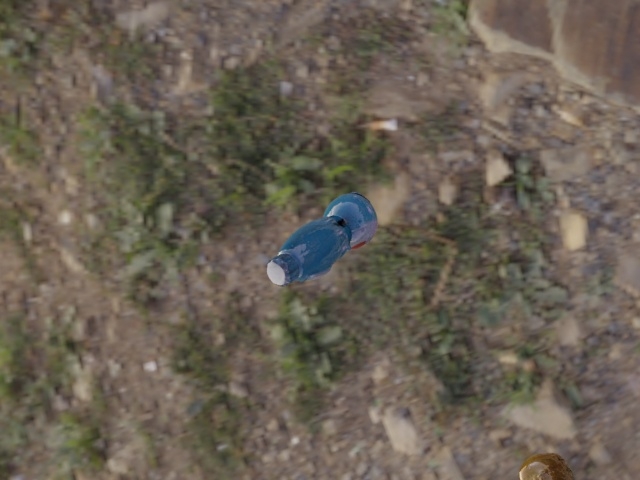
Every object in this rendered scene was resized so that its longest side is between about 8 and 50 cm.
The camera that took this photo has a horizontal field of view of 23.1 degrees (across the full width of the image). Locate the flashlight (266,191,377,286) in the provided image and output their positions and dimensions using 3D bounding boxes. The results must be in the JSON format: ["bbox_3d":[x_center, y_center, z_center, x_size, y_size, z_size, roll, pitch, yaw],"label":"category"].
[{"bbox_3d":[0.000,0.000,1.331,0.051,0.129,0.051,21,126,32],"label":"flashlight"}]

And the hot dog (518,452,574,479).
[{"bbox_3d":[0.211,0.288,1.334,0.047,0.066,0.215,-9,86,37],"label":"hot dog"}]
